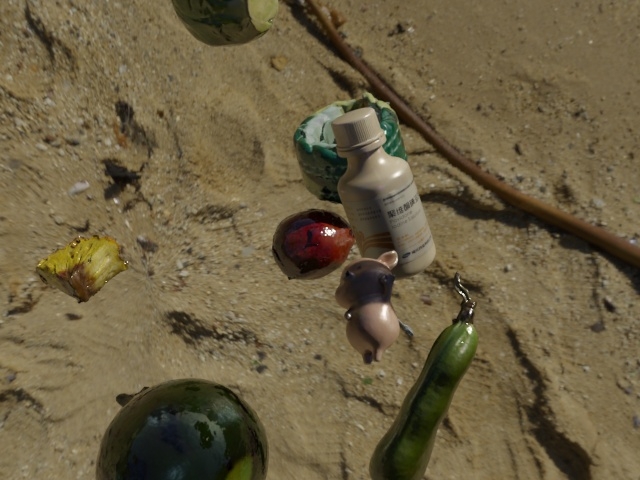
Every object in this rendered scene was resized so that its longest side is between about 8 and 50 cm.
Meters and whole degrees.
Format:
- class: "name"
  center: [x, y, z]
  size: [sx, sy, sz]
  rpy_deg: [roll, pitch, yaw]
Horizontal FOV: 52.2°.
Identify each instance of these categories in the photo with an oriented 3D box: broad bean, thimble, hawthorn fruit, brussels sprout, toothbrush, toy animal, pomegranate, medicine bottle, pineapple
- class: "broad bean"
  center: [0.118, 0.200, 0.750]
  size: [0.067, 0.075, 0.325]
  rpy_deg: [24, 106, 5]
- class: "thimble"
  center: [0.076, -0.220, 1.556]
  size: [0.288, 0.254, 0.167]
  rpy_deg: [-56, 141, -40]
- class: "hawthorn fruit"
  center: [0.000, 0.000, 1.561]
  size: [0.235, 0.181, 0.181]
  rpy_deg: [-19, 92, 7]
- class: "brussels sprout"
  center: [-0.154, -0.395, 1.082]
  size: [0.181, 0.161, 0.144]
  rpy_deg: [21, 67, 23]
- class: "toothbrush"
  center: [0.131, 0.139, 1.278]
  size: [0.011, 0.014, 0.167]
  rpy_deg: [-42, 116, 13]
- class: "toy animal"
  center: [0.061, 0.085, 0.839]
  size: [0.083, 0.089, 0.150]
  rpy_deg: [-6, 60, 13]
- class: "pomegranate"
  center: [-0.112, 0.219, 0.557]
  size: [0.156, 0.156, 0.220]
  rpy_deg: [-7, 59, -15]
- class: "medicine bottle"
  center: [0.087, -0.069, 0.971]
  size: [0.114, 0.114, 0.252]
  rpy_deg: [-27, 111, -15]
- class: "pineapple"
  center: [-0.373, 0.050, 1.009]
  size: [0.137, 0.116, 0.069]
  rpy_deg: [-18, 127, 3]
